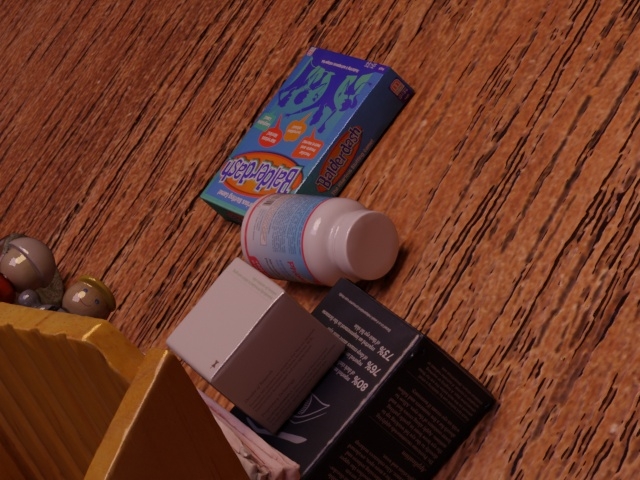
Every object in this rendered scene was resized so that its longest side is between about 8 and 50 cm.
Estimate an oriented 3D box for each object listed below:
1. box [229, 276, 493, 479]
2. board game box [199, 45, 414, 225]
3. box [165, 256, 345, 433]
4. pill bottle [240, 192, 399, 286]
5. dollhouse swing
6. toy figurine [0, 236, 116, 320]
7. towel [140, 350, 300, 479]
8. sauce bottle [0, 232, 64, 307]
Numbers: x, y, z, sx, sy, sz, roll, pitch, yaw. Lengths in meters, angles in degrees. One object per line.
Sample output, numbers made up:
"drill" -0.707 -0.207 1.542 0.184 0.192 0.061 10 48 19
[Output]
"box" 0.019 0.159 1.668 0.207 0.108 0.153 -50 33 -2
"board game box" -0.017 -0.101 2.042 0.210 0.047 0.160 -55 33 -9
"box" -0.056 0.088 1.647 0.102 0.087 0.101 -51 32 -4
"pill bottle" 0.000 0.000 1.879 0.160 0.087 0.087 6 60 52
"dollhouse swing" -0.250 0.265 1.471 0.347 0.315 0.305 6 42 50
"toy figurine" -0.263 0.116 1.959 0.148 0.213 0.209 -42 32 -21
"towel" -0.155 0.289 1.672 0.317 0.053 0.332 26 101 57
"sauce bottle" -0.453 0.117 2.267 0.344 0.111 0.111 -32 36 25
